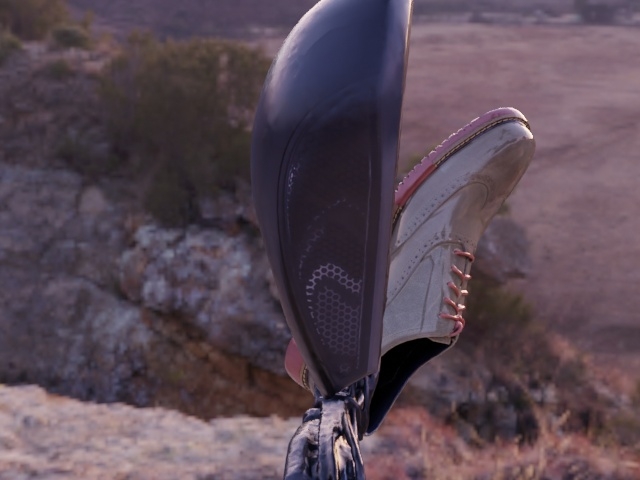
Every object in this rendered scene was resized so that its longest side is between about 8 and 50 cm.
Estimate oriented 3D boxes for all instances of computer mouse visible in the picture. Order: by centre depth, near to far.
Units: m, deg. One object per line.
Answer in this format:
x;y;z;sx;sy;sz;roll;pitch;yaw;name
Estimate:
0.000;0.000;0.558;0.072;0.272;0.188;6;24;5;computer mouse

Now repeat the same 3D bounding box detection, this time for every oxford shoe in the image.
0.113;0.036;1.085;0.123;0.348;0.130;19;20;-48;oxford shoe
